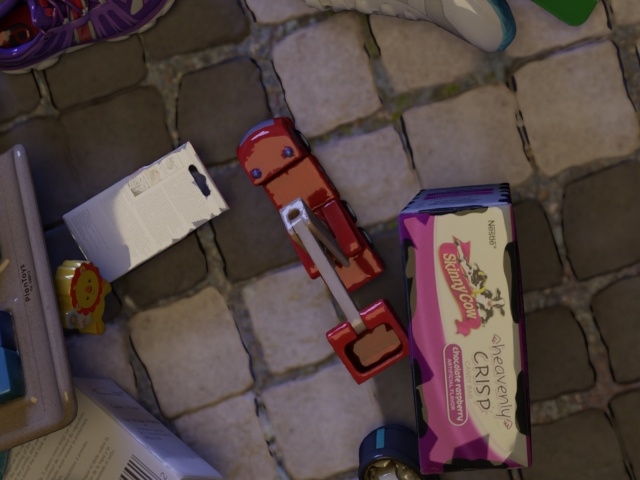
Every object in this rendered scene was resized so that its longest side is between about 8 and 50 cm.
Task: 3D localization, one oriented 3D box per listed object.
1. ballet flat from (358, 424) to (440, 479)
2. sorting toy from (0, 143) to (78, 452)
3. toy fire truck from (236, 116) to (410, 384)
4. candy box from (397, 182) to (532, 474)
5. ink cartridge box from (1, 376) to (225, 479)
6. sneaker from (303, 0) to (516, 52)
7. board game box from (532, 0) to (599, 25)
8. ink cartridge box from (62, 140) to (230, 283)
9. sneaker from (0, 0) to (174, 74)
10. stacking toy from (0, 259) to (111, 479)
[{"bbox_3d":[0.080,0.235,0.991,0.074,0.074,0.203,-23,92,8],"label":"ballet flat"},{"bbox_3d":[-0.297,0.019,0.974,0.229,0.041,0.307,-23,68,19],"label":"sorting toy"},{"bbox_3d":[0.000,0.000,0.946,0.047,0.135,0.192,-33,91,9],"label":"toy fire truck"},{"bbox_3d":[0.099,0.047,0.889,0.071,0.233,0.159,-4,96,7],"label":"candy box"},{"bbox_3d":[-0.246,0.231,1.034,0.261,0.066,0.296,35,99,29],"label":"ink cartridge box"},{"bbox_3d":[0.036,-0.195,0.956,0.228,0.087,0.092,36,105,10],"label":"sneaker"},{"bbox_3d":[0.196,-0.287,0.921,0.124,0.039,0.259,26,96,-26],"label":"board game box"},{"bbox_3d":[-0.129,-0.021,1.014,0.115,0.029,0.063,-31,90,8],"label":"ink cartridge box"},{"bbox_3d":[-0.180,-0.169,0.986,0.169,0.071,0.068,-28,91,8],"label":"sneaker"},{"bbox_3d":[-0.245,0.120,0.984,0.166,0.052,0.221,3,84,28],"label":"stacking toy"}]
